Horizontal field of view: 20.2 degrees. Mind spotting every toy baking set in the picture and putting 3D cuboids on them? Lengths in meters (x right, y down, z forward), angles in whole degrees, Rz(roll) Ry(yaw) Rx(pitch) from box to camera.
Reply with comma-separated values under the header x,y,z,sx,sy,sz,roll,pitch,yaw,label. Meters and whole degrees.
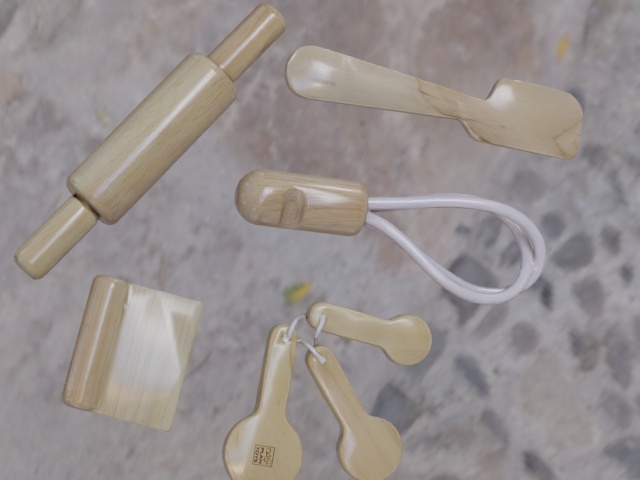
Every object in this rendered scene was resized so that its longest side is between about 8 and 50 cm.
x,y,z,sx,sy,sz,roll,pitch,yaw,label
-0.006,-0.004,0.813,0.197,0.030,0.256,41,79,-10,toy baking set
